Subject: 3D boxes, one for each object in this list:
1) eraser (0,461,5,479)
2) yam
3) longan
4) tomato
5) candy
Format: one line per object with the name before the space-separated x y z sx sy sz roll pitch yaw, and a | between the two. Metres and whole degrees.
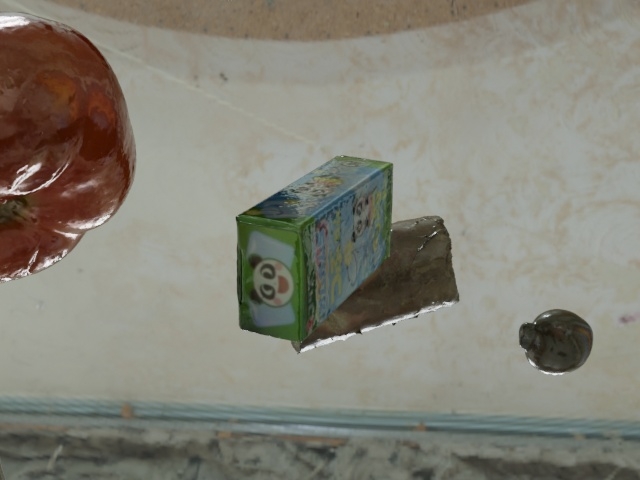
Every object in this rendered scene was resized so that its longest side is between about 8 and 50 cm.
eraser | -0.182 0.236 0.415 0.144 0.343 0.078 -16 1 -32
yam | 0.063 0.052 1.180 0.238 0.128 0.129 -14 -77 -8
longan | 0.360 0.156 1.437 0.119 0.106 0.106 14 -45 -14
tomato | -0.282 -0.076 0.769 0.260 0.180 0.259 -22 -27 -12
candy | 0.000 0.000 0.776 0.062 0.194 0.097 11 -66 23
